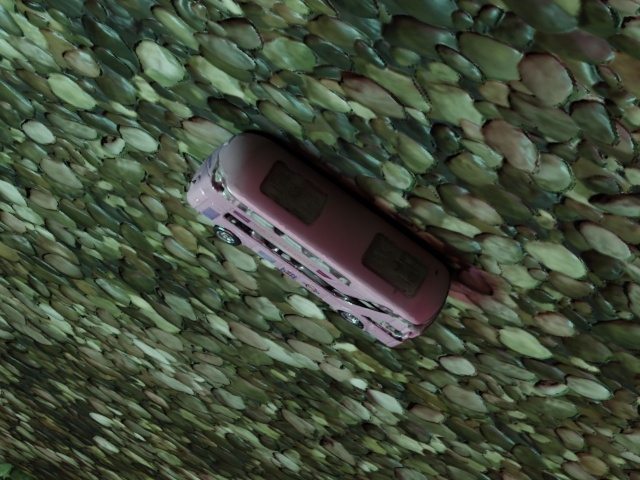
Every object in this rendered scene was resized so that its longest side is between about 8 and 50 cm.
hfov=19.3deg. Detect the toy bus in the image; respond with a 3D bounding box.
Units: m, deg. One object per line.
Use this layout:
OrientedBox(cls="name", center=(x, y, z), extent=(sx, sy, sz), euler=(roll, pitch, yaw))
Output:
OrientedBox(cls="toy bus", center=(0.000, 0.000, 1.381), extent=(0.203, 0.063, 0.090), euler=(35, 158, -11))
